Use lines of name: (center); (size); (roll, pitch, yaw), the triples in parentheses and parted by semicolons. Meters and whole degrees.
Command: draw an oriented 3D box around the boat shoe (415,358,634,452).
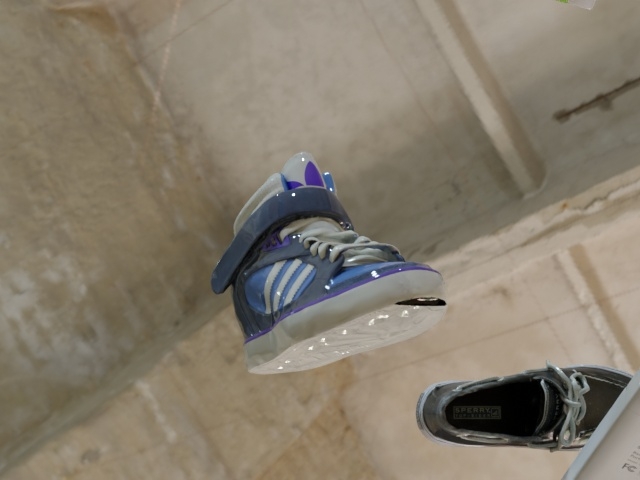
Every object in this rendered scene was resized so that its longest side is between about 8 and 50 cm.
boat shoe: (0.274, 0.200, 1.248); (0.105, 0.306, 0.113); (142, -49, -73)

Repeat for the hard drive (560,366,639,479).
hard drive: (0.389, 0.308, 1.158); (0.233, 0.047, 0.353); (22, -51, 3)

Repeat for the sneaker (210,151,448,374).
sneaker: (0.000, 0.000, 1.083); (0.323, 0.130, 0.236); (-31, -119, 54)

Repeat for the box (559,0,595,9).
box: (0.229, -0.324, 1.046); (0.038, 0.186, 0.145); (43, -59, 49)
